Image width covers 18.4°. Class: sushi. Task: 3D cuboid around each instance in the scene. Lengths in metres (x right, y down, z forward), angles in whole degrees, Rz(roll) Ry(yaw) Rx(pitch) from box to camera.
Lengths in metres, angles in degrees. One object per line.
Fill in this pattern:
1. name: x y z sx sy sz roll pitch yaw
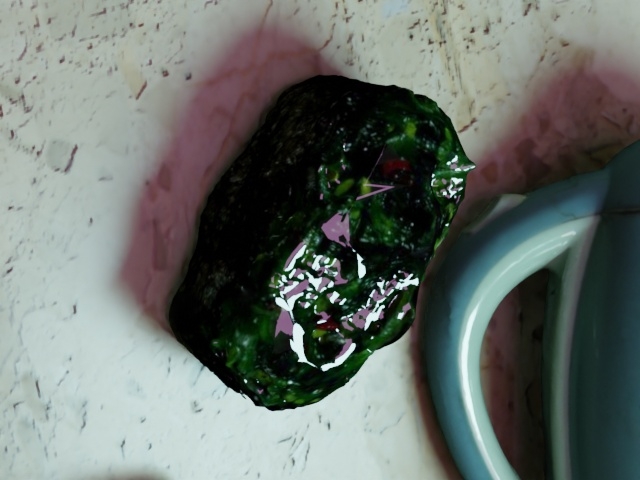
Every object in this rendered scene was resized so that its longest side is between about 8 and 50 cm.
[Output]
1. sushi: 0.000 0.000 1.278 0.124 0.127 0.225 33 86 -29

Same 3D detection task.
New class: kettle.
1. kettle: 0.239 0.097 1.383 0.319 0.247 0.342 -13 99 1
